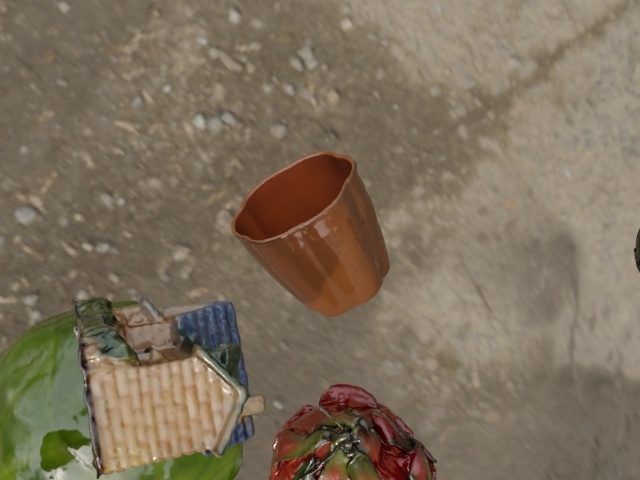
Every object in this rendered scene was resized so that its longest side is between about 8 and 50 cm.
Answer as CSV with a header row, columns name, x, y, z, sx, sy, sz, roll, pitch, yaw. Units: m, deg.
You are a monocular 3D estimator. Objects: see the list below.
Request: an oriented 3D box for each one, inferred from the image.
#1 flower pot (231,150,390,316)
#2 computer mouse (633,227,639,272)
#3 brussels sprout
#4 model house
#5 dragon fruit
name,x,y,z,sx,sy,sz,roll,pitch,yaw
flower pot,0.000,0.000,1.880,0.190,0.173,0.191,-23,31,15
computer mouse,0.501,0.062,1.897,0.077,0.241,0.146,-33,29,38
brussels sprout,-0.240,0.223,1.600,0.289,0.355,0.281,-25,56,-5
model house,-0.135,0.131,1.279,0.172,0.183,0.167,-7,95,-10
dragon fruit,0.033,0.281,1.742,0.233,0.293,0.234,-5,47,5
